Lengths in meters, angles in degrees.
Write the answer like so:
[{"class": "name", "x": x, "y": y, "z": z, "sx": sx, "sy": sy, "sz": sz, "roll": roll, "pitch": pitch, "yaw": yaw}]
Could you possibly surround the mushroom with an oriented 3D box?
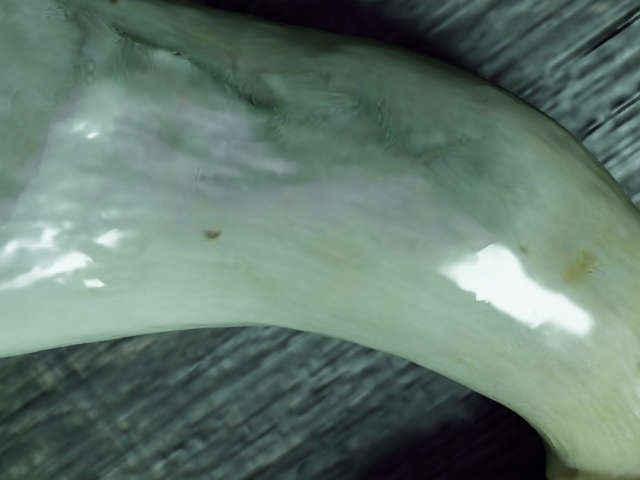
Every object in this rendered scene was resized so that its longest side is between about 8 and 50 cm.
[{"class": "mushroom", "x": 0.001, "y": 0.000, "z": 0.622, "sx": 0.397, "sy": 0.126, "sz": 0.177, "roll": 10, "pitch": 82, "yaw": -7}]
